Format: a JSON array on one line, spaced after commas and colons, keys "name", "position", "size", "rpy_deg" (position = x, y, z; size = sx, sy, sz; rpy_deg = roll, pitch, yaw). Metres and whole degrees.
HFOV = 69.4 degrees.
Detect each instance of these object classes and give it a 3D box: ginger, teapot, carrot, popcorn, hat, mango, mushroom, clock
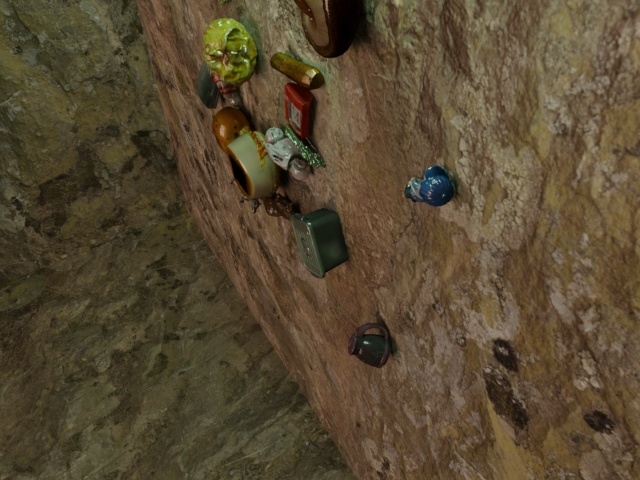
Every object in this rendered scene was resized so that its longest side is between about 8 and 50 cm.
[{"name": "ginger", "position": [-0.187, -0.150, 2.012], "size": [0.290, 0.084, 0.122], "rpy_deg": [33, 148, 53]}, {"name": "teapot", "position": [0.175, 0.377, 1.653], "size": [0.116, 0.145, 0.148], "rpy_deg": [-81, 9, -49]}, {"name": "carrot", "position": [-0.076, -0.525, 1.424], "size": [0.260, 0.070, 0.070], "rpy_deg": [45, 150, 42]}, {"name": "popcorn", "position": [-0.322, -0.673, 1.664], "size": [0.216, 0.180, 0.235], "rpy_deg": [27, 136, 56]}, {"name": "hat", "position": [-0.395, -0.645, 1.976], "size": [0.163, 0.093, 0.112], "rpy_deg": [69, 169, -23]}, {"name": "mango", "position": [-0.397, -0.473, 2.068], "size": [0.191, 0.159, 0.290], "rpy_deg": [57, 161, -3]}, {"name": "mushroom", "position": [0.028, -0.553, 1.104], "size": [0.194, 0.138, 0.231], "rpy_deg": [52, 168, -2]}, {"name": "clock", "position": [-0.069, -0.426, 1.518], "size": [0.113, 0.061, 0.155], "rpy_deg": [54, 158, 25]}]

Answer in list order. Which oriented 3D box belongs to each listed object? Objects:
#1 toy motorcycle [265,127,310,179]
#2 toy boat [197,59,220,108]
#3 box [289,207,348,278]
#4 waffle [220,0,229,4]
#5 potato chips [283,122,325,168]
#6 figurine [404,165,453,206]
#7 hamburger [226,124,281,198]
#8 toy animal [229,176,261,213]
[{"name": "toy motorcycle", "position": [-0.133, -0.315, 1.701], "size": [0.254, 0.112, 0.113], "rpy_deg": [54, 155, 24]}, {"name": "toy boat", "position": [-0.487, -0.736, 2.091], "size": [0.141, 0.092, 0.319], "rpy_deg": [61, 150, 12]}, {"name": "box", "position": [0.000, 0.000, 1.692], "size": [0.163, 0.134, 0.244], "rpy_deg": [24, 134, 60]}, {"name": "waffle", "position": [-0.366, -0.959, 1.665], "size": [0.169, 0.036, 0.183], "rpy_deg": [62, 159, 2]}, {"name": "potato chips", "position": [-0.062, -0.321, 1.570], "size": [0.028, 0.091, 0.208], "rpy_deg": [-45, 70, 38]}, {"name": "figurine", "position": [0.252, -0.121, 1.100], "size": [0.086, 0.087, 0.149], "rpy_deg": [32, 166, -18]}, {"name": "hamburger", "position": [-0.266, -0.313, 1.909], "size": [0.276, 0.179, 0.294], "rpy_deg": [49, 156, 40]}, {"name": "toy animal", "position": [-0.370, -0.241, 2.333], "size": [0.255, 0.089, 0.170], "rpy_deg": [57, 151, 14]}]
